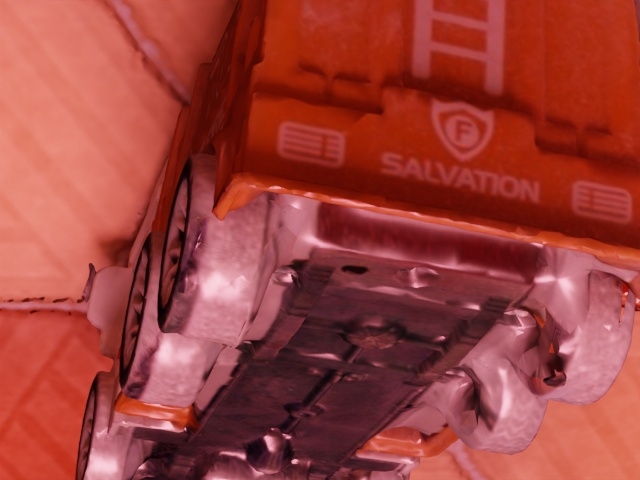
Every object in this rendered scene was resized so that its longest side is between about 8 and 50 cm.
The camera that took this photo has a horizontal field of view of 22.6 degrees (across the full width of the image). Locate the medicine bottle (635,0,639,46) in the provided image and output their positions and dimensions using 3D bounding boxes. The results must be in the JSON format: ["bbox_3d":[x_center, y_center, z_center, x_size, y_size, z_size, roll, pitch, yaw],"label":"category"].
[{"bbox_3d":[0.250,-0.172,0.607,0.236,0.235,0.406,20,126,-20],"label":"medicine bottle"}]

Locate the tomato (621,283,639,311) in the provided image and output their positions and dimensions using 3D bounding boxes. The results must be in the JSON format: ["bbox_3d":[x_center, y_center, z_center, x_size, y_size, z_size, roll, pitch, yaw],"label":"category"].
[{"bbox_3d":[0.166,-0.038,0.827,0.156,0.069,0.155,-2,135,-2],"label":"tomato"}]

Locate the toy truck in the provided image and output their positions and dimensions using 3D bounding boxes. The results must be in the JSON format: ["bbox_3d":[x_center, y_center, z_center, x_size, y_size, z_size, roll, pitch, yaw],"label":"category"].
[{"bbox_3d":[0.000,0.000,0.718,0.173,0.206,0.387,10,155,-13],"label":"toy truck"}]
